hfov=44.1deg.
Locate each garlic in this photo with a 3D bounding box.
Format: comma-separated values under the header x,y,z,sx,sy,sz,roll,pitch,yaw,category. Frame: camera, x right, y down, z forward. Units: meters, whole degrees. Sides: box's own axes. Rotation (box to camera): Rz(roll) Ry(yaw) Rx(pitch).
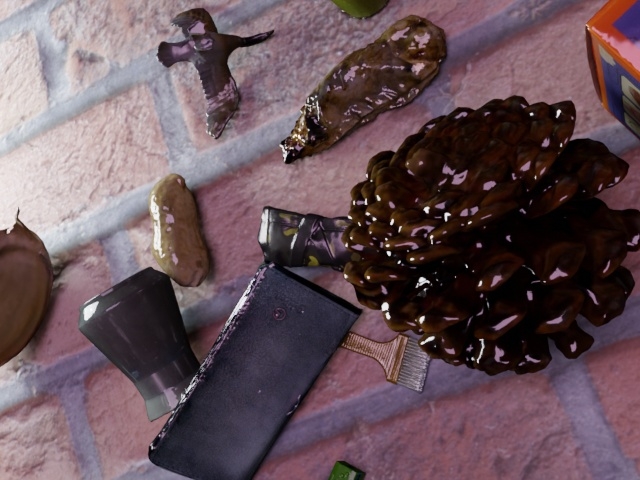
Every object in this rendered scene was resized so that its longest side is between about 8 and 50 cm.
x,y,z,sx,sy,sz,roll,pitch,yaw,category
-0.581,0.096,1.465,0.151,0.196,0.338,34,94,7,garlic

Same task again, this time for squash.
x,y,z,sx,sy,sz,roll,pitch,yaw,category
0.039,-0.443,1.289,0.123,0.187,0.123,-1,88,26,squash

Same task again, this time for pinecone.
x,y,z,sx,sy,sz,roll,pitch,yaw,category
0.241,0.000,1.063,0.398,0.398,0.397,-3,81,22,pinecone

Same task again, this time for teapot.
x,y,z,sx,sy,sz,roll,pitch,yaw,category
-0.296,0.178,1.341,0.203,0.171,0.225,-28,93,54,teapot

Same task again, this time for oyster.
x,y,z,sx,sy,sz,roll,pitch,yaw,category
0.062,-0.244,1.314,0.345,0.078,0.128,-38,79,11,oyster

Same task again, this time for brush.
x,y,z,sx,sy,sz,roll,pitch,yaw,category
0.074,0.173,1.279,0.218,0.010,0.082,16,90,25,brush

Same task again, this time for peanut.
x,y,z,sx,sy,sz,roll,pitch,yaw,category
-0.255,-0.016,1.397,0.099,0.099,0.214,-15,79,20,peanut

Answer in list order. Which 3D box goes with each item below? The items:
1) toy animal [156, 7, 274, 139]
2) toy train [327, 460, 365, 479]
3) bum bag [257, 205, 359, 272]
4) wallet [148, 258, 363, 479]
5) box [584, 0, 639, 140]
x,y,z,sx,sy,sz,roll,pitch,yaw,category
-0.180,-0.331,1.392,0.197,0.160,0.272,-20,83,17,toy animal
0.003,0.451,1.237,0.044,0.042,0.209,22,84,29,toy train
0.000,0.000,1.307,0.232,0.060,0.106,7,94,25,bum bag
-0.106,0.228,1.265,0.191,0.046,0.379,29,98,-22,wallet
0.547,-0.258,0.977,0.349,0.318,0.257,-44,68,12,box
